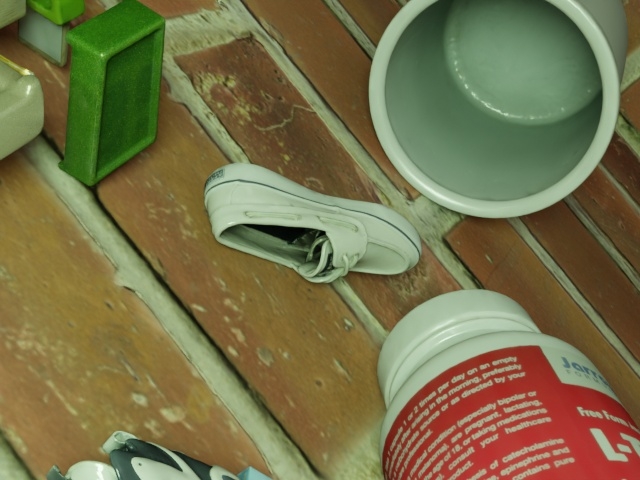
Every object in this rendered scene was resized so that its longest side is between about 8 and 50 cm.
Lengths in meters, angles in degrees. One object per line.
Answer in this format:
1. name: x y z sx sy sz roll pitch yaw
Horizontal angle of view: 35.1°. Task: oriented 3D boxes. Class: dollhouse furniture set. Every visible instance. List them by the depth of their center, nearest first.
1. dollhouse furniture set: -0.305 -0.120 0.866 0.197 0.151 0.301 33 47 15

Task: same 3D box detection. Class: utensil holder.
1. utensil holder: 0.281 -0.252 1.465 0.327 0.327 0.385 47 31 -3

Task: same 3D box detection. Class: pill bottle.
1. pill bottle: 0.182 0.228 0.880 0.229 0.229 0.407 29 22 -28

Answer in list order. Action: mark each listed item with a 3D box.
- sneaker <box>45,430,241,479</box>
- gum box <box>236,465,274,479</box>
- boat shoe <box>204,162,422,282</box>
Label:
1. sneaker: -0.131 0.221 0.683 0.153 0.094 0.235 37 34 -15
2. gum box: -0.006 0.291 0.805 0.184 0.041 0.157 36 33 -20
3. boat shoe: 0.000 0.000 1.075 0.267 0.096 0.088 23 44 -33
